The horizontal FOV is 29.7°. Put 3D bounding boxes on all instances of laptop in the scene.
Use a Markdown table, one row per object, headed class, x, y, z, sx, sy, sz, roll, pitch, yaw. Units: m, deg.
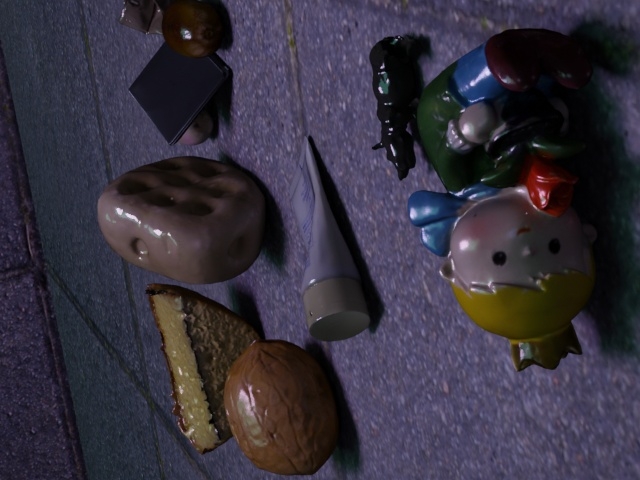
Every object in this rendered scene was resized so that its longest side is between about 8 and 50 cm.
| class | x | y | z | sx | sy | sz | roll | pitch | yaw |
| --- | --- | --- | --- | --- | --- | --- | --- | --- | --- |
| laptop | -0.194 | -0.216 | 1.648 | 0.129 | 0.016 | 0.180 | -51 | 40 | 9 |

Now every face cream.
| class | x | y | z | sx | sy | sz | roll | pitch | yaw |
| --- | --- | --- | --- | --- | --- | --- | --- | --- | --- |
| face cream | 0.000 | 0.000 | 1.375 | 0.114 | 0.070 | 0.224 | 109 | 153 | -55 |

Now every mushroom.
| class | x | y | z | sx | sy | sz | roll | pitch | yaw |
| --- | --- | --- | --- | --- | --- | --- | --- | --- | --- |
| mushroom | -0.188 | -0.172 | 1.694 | 0.084 | 0.067 | 0.083 | 27 | 152 | 15 |

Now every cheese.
| class | x | y | z | sx | sy | sz | roll | pitch | yaw |
| --- | --- | --- | --- | --- | --- | --- | --- | --- | --- |
| cheese | -0.181 | -0.028 | 1.591 | 0.235 | 0.218 | 0.117 | -98 | 9 | -64 |

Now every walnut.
| class | x | y | z | sx | sy | sz | roll | pitch | yaw |
| --- | --- | --- | --- | --- | --- | --- | --- | --- | --- |
| walnut | -0.050 | 0.209 | 1.515 | 0.180 | 0.144 | 0.144 | 66 | 158 | 1 |

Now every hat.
| class | x | y | z | sx | sy | sz | roll | pitch | yaw |
| --- | --- | --- | --- | --- | --- | --- | --- | --- | --- |
| hat | -0.229 | -0.386 | 1.681 | 0.147 | 0.085 | 0.175 | 126 | 149 | -69 |

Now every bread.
| class | x | y | z | sx | sy | sz | roll | pitch | yaw |
| --- | --- | --- | --- | --- | --- | --- | --- | --- | --- |
| bread | -0.151 | 0.169 | 1.743 | 0.129 | 0.134 | 0.260 | -2 | 107 | 58 |

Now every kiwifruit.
| class | x | y | z | sx | sy | sz | roll | pitch | yaw |
| --- | --- | --- | --- | --- | --- | --- | --- | --- | --- |
| kiwifruit | -0.168 | -0.277 | 1.575 | 0.124 | 0.075 | 0.075 | -140 | 40 | -62 |

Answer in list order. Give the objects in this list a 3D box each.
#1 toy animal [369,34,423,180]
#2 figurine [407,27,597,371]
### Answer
| class | x | y | z | sx | sy | sz | roll | pitch | yaw |
| --- | --- | --- | --- | --- | --- | --- | --- | --- | --- |
| toy animal | 0.071 | -0.122 | 1.118 | 0.065 | 0.047 | 0.135 | -144 | 42 | -66 |
| figurine | 0.154 | -0.024 | 0.895 | 0.185 | 0.127 | 0.234 | -36 | 60 | 59 |
